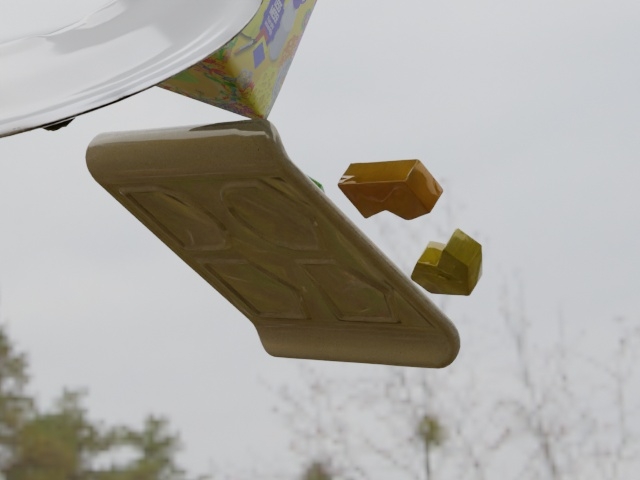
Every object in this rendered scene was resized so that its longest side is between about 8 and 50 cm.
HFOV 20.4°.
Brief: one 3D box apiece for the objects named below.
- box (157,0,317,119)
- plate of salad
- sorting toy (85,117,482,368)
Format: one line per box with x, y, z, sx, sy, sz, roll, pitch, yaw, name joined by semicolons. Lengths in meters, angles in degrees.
-0.154;-0.232;1.072;0.279;0.177;0.290;19;-9;15;box
-0.114;-0.055;0.546;0.200;0.048;0.200;-7;25;3;plate of salad
0.000;0.000;1.195;0.307;0.041;0.229;0;-41;48;sorting toy
